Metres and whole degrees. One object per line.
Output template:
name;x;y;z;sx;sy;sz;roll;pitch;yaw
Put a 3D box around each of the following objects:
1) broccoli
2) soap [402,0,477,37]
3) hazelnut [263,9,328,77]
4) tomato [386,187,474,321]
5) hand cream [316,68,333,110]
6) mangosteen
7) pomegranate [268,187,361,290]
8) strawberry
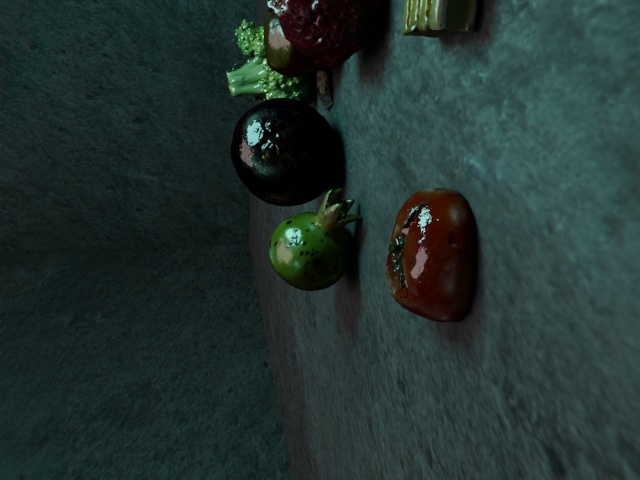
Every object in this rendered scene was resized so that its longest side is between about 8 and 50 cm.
broccoli;-0.174;-0.551;1.691;0.293;0.280;0.348;93;159;-58
soap;0.181;-0.426;0.729;0.140;0.073;0.232;-132;42;-67
hazelnut;-0.051;-0.570;1.383;0.229;0.229;0.230;178;90;-76
tomato;0.161;0.026;0.822;0.228;0.101;0.228;179;90;-79
hand cream;0.012;-0.475;1.483;0.062;0.038;0.163;-13;81;60
mangosteen;-0.098;-0.245;1.432;0.330;0.329;0.331;178;90;-76
pomegranate;0.005;0.004;1.312;0.286;0.231;0.231;-42;35;15
strawberry;0.028;-0.519;1.087;0.274;0.220;0.274;-37;-47;-53
